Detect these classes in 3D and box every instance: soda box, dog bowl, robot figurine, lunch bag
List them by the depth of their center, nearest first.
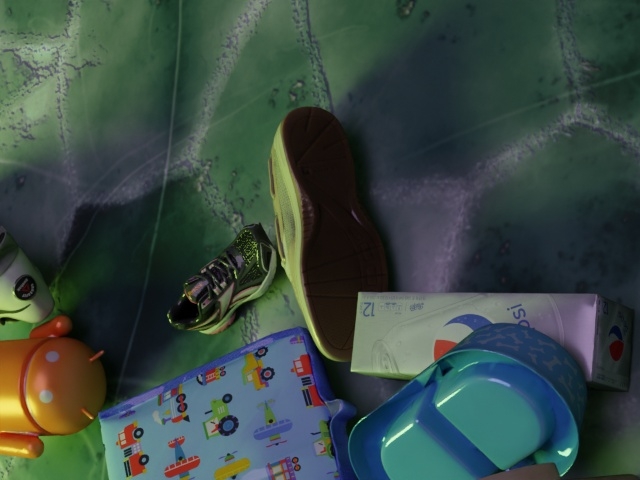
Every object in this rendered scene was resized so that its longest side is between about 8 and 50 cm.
[{"bbox_3d":[0.153,0.188,1.548,0.166,0.074,0.297,44,136,-2],"label":"dog bowl"},{"bbox_3d":[0.177,0.105,1.611,0.286,0.098,0.091,0,79,33],"label":"soda box"},{"bbox_3d":[-0.088,0.243,1.723,0.293,0.138,0.221,-31,54,22],"label":"lunch bag"},{"bbox_3d":[-0.362,0.184,1.940,0.219,0.158,0.128,-5,115,34],"label":"robot figurine"}]

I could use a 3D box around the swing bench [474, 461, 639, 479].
[{"bbox_3d":[0.222,0.354,1.424,0.165,0.254,0.253,-30,64,25],"label":"swing bench"}]

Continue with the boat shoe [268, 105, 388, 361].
[{"bbox_3d":[0.000,0.000,1.765,0.098,0.109,0.302,135,125,-61],"label":"boat shoe"}]

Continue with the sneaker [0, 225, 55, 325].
[{"bbox_3d":[-0.456,0.052,2.045,0.122,0.146,0.330,-48,28,-14],"label":"sneaker"}]

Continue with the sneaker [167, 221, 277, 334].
[{"bbox_3d":[-0.119,0.054,1.811,0.072,0.077,0.178,53,126,27],"label":"sneaker"}]
